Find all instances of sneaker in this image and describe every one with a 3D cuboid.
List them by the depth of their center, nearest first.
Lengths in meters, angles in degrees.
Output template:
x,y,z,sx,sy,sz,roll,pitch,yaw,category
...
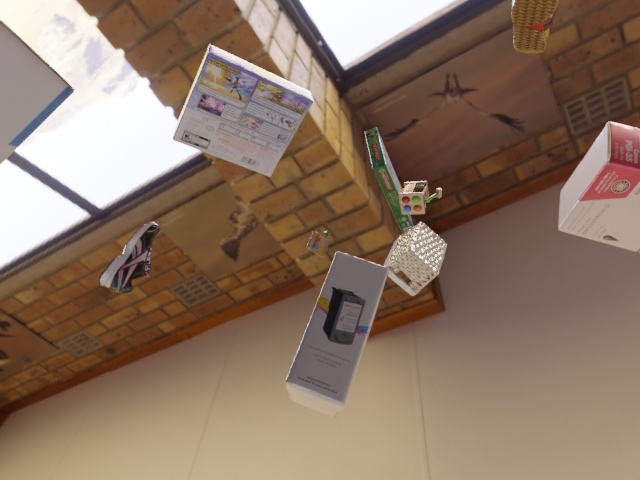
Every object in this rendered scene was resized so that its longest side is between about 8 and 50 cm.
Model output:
x,y,z,sx,sy,sz,roll,pitch,yaw,category
0.346,-0.384,0.794,0.070,0.185,0.083,12,-99,17,sneaker
-0.401,0.043,1.088,0.178,0.077,0.072,-61,-168,-27,sneaker

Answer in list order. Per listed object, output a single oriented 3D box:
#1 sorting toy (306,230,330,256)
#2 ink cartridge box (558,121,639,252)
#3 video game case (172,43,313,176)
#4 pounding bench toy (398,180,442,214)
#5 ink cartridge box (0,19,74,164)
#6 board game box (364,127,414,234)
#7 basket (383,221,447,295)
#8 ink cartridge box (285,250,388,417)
x,y,z,sx,sy,sz,roll,pitch,yaw,category
0.000,0.000,1.478,0.012,0.062,0.083,-10,-128,59,sorting toy
0.631,-0.080,0.926,0.283,0.207,0.117,17,-125,8,ink cartridge box
-0.193,-0.309,1.223,0.244,0.270,0.061,-54,-150,33,video game case
0.220,-0.092,1.085,0.083,0.052,0.065,0,-147,24,pounding bench toy
-0.530,-0.204,0.776,0.223,0.129,0.307,-51,-146,-10,ink cartridge box
0.233,-0.190,1.647,0.046,0.317,0.213,-19,-138,15,board game box
0.253,0.042,1.304,0.103,0.113,0.167,-46,-174,37,basket
0.037,0.213,1.095,0.131,0.226,0.306,18,-116,7,ink cartridge box
